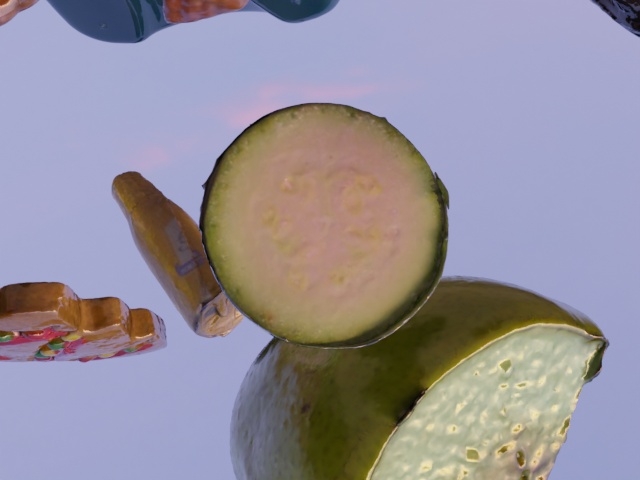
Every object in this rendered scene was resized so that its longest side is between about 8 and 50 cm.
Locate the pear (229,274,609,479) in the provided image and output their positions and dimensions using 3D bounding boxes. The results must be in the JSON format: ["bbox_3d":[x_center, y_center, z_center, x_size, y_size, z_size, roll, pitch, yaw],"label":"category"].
[{"bbox_3d":[0.041,0.165,1.340,0.238,0.342,0.318,15,-171,-33],"label":"pear"}]

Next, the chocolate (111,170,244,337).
[{"bbox_3d":[-0.158,0.007,1.621,0.085,0.086,0.219,-22,-128,-29],"label":"chocolate"}]

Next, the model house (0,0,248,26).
[{"bbox_3d":[-0.194,-0.273,1.042,0.295,0.252,0.329,-37,-104,-20],"label":"model house"}]

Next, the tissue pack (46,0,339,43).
[{"bbox_3d":[-0.106,-0.298,1.300,0.287,0.198,0.206,-5,-120,26],"label":"tissue pack"}]

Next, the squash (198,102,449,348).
[{"bbox_3d":[0.000,0.000,1.059,0.170,0.170,0.123,-8,167,-7],"label":"squash"}]

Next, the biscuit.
[{"bbox_3d":[-0.217,0.074,1.211,0.238,0.041,0.212,11,160,-42],"label":"biscuit"}]

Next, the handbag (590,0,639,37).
[{"bbox_3d":[0.259,-0.295,1.081,0.191,0.332,0.075,37,-171,38],"label":"handbag"}]
